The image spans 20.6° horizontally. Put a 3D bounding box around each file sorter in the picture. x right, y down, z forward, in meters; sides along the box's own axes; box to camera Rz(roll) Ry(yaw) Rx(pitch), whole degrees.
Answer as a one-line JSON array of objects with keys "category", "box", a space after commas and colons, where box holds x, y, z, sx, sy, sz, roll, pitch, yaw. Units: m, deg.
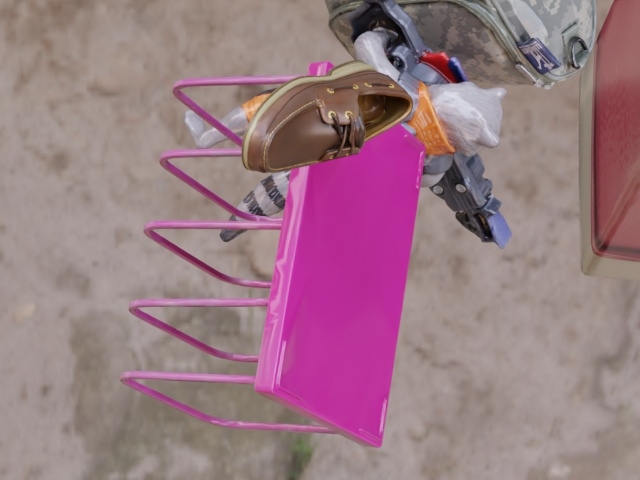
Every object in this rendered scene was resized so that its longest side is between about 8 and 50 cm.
[{"category": "file sorter", "box": [-0.047, 0.017, 1.574, 0.182, 0.202, 0.291, 0, 71, 29]}]

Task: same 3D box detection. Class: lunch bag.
[{"category": "lunch bag", "box": [0.148, -0.291, 1.930, 0.212, 0.256, 0.305, -34, 23, -33]}]

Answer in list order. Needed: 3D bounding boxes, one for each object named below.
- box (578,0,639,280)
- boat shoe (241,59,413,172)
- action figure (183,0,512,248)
[{"category": "box", "box": [0.217, -0.070, 0.849, 0.148, 0.232, 0.127, 4, 71, -1]}, {"category": "boat shoe", "box": [0.008, -0.095, 1.381, 0.060, 0.064, 0.178, 23, 34, 30]}, {"category": "action figure", "box": [0.064, -0.075, 1.869, 0.330, 0.341, 0.178, -19, 28, 35]}]
